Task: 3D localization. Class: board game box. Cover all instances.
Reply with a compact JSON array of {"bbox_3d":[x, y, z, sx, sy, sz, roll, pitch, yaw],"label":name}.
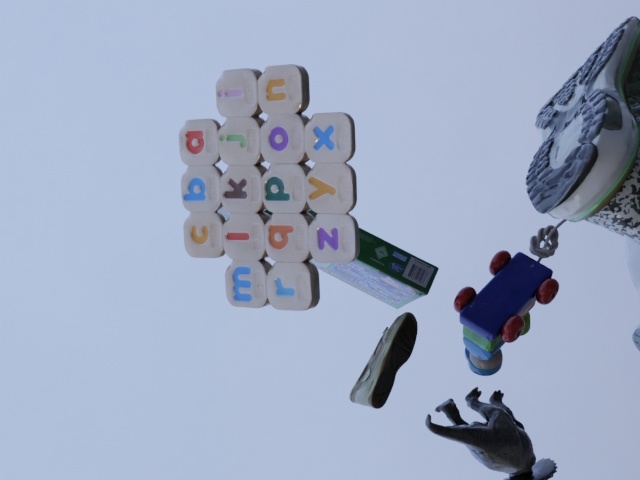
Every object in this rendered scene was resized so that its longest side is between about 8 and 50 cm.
[{"bbox_3d":[0.000,0.000,2.004,0.046,0.317,0.213,-64,4,-10],"label":"board game box"}]

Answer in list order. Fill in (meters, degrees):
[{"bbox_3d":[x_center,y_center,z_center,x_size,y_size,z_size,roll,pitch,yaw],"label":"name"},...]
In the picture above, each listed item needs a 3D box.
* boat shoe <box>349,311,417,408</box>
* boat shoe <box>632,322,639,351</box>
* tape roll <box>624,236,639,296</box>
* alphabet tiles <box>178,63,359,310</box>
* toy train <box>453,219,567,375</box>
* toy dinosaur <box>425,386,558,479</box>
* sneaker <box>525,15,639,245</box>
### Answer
[{"bbox_3d":[0.090,0.166,1.974,0.056,0.048,0.153,47,-120,-45],"label":"boat shoe"},{"bbox_3d":[0.652,0.201,2.431,0.076,0.226,0.083,-52,-8,-41],"label":"boat shoe"},{"bbox_3d":[0.543,-0.001,1.796,0.100,0.286,0.286,94,-167,-72],"label":"tape roll"},{"bbox_3d":[-0.062,-0.061,1.633,0.021,0.278,0.284,-7,-84,-49],"label":"alphabet tiles"},{"bbox_3d":[0.299,0.084,2.065,0.248,0.105,0.143,-43,-29,-29],"label":"toy train"},{"bbox_3d":[0.270,0.304,2.124,0.121,0.160,0.313,-46,-39,-1],"label":"toy dinosaur"},{"bbox_3d":[0.348,-0.105,1.570,0.182,0.158,0.410,39,-144,-8],"label":"sneaker"}]
